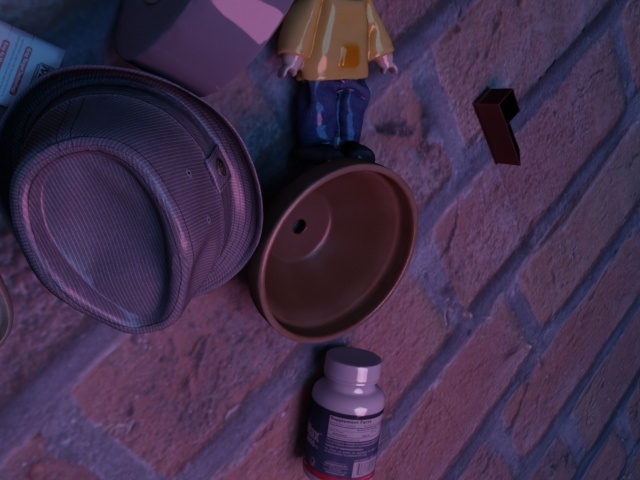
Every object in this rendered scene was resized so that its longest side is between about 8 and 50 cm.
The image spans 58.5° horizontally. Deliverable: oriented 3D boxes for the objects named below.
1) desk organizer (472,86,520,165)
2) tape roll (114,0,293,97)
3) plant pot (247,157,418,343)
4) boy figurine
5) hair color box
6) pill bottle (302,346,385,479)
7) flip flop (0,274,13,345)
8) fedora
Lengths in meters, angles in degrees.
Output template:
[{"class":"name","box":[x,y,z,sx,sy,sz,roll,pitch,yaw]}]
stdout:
[{"class":"desk organizer","box":[0.307,-0.189,0.957,0.047,0.050,0.130,-46,125,-19]},{"class":"tape roll","box":[-0.100,-0.245,0.518,0.072,0.219,0.219,25,86,-39]},{"class":"plant pot","box":[0.000,0.000,0.715,0.237,0.110,0.237,-20,126,-29]},{"class":"boy figurine","box":[0.029,-0.239,0.705,0.177,0.092,0.285,-5,108,-34]},{"class":"hair color box","box":[-0.306,-0.164,0.492,0.141,0.043,0.071,21,89,-39]},{"class":"pill bottle","box":[0.036,0.251,0.824,0.108,0.108,0.180,1,101,-38]},{"class":"flip flop","box":[-0.347,-0.006,0.477,0.112,0.080,0.277,-30,118,-29]},{"class":"fedora","box":[-0.175,-0.012,0.516,0.244,0.124,0.275,-8,123,-3]}]
